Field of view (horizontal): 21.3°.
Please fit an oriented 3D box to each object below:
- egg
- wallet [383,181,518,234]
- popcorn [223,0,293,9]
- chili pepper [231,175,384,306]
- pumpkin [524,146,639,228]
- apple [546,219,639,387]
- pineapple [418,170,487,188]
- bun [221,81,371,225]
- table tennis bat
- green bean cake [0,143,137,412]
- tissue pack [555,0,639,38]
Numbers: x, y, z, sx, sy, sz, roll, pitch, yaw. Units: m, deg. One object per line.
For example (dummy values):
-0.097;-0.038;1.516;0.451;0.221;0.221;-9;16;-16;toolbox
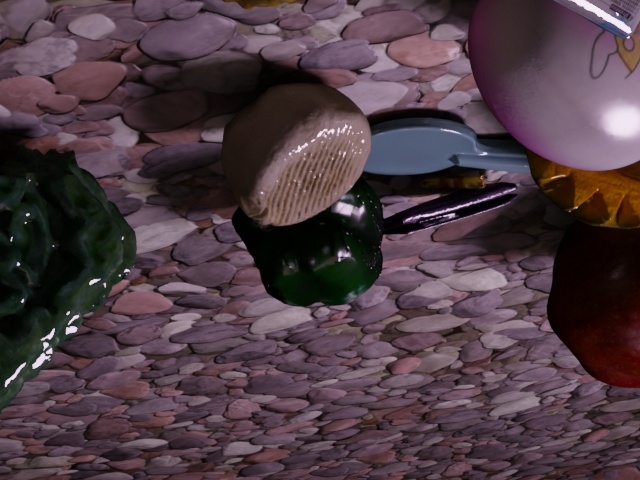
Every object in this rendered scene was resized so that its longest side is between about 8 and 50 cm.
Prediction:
0.253;-0.177;1.678;0.196;0.196;0.271;-18;145;21;egg
0.150;-0.041;2.115;0.165;0.030;0.111;-17;-173;-23;wallet
-0.051;-0.274;1.384;0.180;0.180;0.170;-28;-169;38;popcorn
0.000;0.000;2.061;0.173;0.165;0.261;-23;166;6;chili pepper
0.317;-0.066;2.015;0.254;0.130;0.149;17;164;-19;pumpkin
0.461;0.057;2.241;0.288;0.288;0.317;9;160;-39;apple
0.167;-0.074;2.094;0.083;0.019;0.045;-2;-173;22;pineapple
-0.037;-0.103;1.843;0.173;0.113;0.166;-47;148;22;bun
0.146;-0.105;2.017;0.244;0.040;0.153;3;160;-20;table tennis bat
-0.383;0.002;1.797;0.308;0.300;0.169;49;147;-17;green bean cake
0.192;-0.293;1.440;0.229;0.145;0.159;16;104;-47;tissue pack
